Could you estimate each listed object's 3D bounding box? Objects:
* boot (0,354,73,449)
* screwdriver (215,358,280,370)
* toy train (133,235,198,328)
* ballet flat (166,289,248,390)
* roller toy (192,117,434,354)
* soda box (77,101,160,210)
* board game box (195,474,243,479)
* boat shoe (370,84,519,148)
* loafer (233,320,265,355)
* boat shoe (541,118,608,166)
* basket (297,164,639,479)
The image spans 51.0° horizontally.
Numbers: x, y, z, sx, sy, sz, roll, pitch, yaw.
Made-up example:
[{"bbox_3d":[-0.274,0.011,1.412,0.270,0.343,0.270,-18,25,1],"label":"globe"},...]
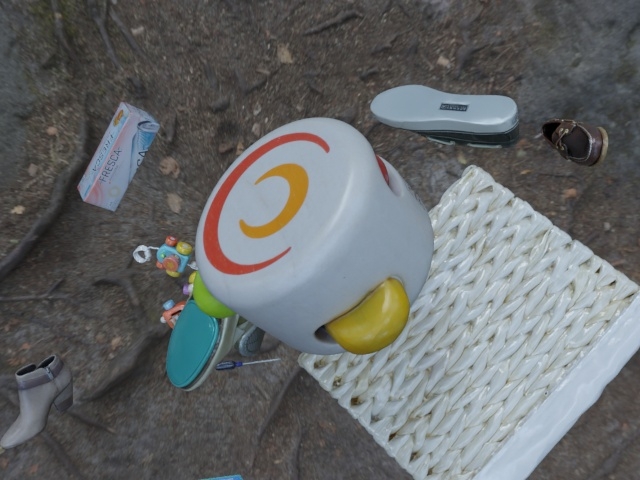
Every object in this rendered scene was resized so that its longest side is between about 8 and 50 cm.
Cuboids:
[{"bbox_3d":[-0.383,0.209,0.889,0.118,0.042,0.086,-38,130,-39],"label":"boot"},{"bbox_3d":[-0.188,0.316,1.735,0.170,0.025,0.024,-8,70,-1],"label":"screwdriver"},{"bbox_3d":[-0.248,0.078,1.133,0.125,0.046,0.166,-22,107,14],"label":"toy train"},{"bbox_3d":[-0.111,0.070,0.786,0.086,0.086,0.248,17,113,-7],"label":"ballet flat"},{"bbox_3d":[0.000,0.000,0.612,0.146,0.209,0.191,40,62,-40],"label":"roller toy"},{"bbox_3d":[-0.356,-0.145,1.180,0.063,0.058,0.183,20,109,-41],"label":"soda box"},{"bbox_3d":[-0.244,0.717,1.777,0.160,0.210,0.047,6,112,-37],"label":"board game box"},{"bbox_3d":[0.175,-0.169,0.966,0.219,0.070,0.077,15,59,30],"label":"boat shoe"},{"bbox_3d":[-0.190,0.227,1.792,0.088,0.251,0.094,10,109,9],"label":"loafer"},{"bbox_3d":[0.451,-0.179,1.209,0.073,0.207,0.073,10,105,0],"label":"boat shoe"},{"bbox_3d":[0.184,0.135,0.849,0.266,0.328,0.331,40,87,14],"label":"basket"}]
